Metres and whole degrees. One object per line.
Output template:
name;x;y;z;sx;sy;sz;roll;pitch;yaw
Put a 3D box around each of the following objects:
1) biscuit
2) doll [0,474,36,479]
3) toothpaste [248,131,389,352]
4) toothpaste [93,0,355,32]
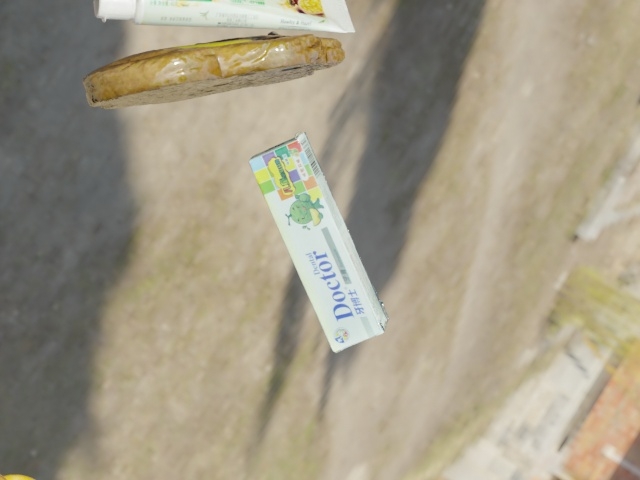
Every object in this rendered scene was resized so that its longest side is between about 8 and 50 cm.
biscuit;-0.090;-0.155;1.368;0.290;0.208;0.041;-17;98;-61
doll;-0.394;0.363;1.702;0.269;0.162;0.166;-103;179;-51
toothpaste;0.000;0.000;1.166;0.046;0.164;0.034;-22;-171;12
toothpaste;-0.114;-0.280;1.851;0.056;0.314;0.058;-161;-110;-69
